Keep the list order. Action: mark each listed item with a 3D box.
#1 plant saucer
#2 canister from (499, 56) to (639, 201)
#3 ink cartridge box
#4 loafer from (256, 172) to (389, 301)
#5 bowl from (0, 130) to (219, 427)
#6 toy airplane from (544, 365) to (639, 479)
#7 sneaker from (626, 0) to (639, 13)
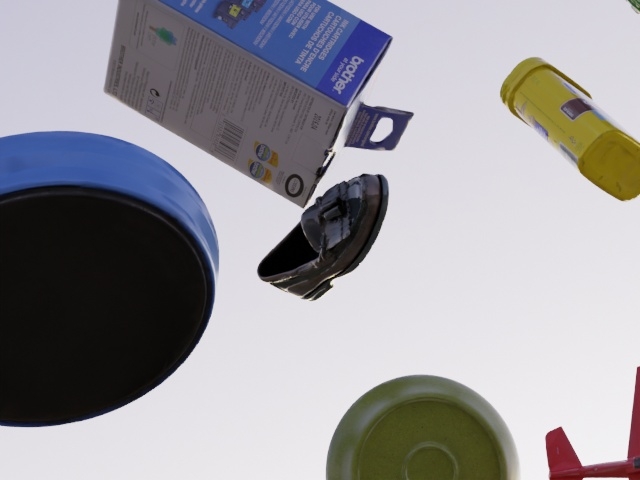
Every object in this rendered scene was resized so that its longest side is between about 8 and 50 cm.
[{"bbox_3d":[0.127,0.277,1.799,0.241,0.241,0.037,2,-12,-8],"label":"plant saucer"},{"bbox_3d":[0.295,-0.126,1.717,0.126,0.170,0.073,28,-73,-40],"label":"canister"},{"bbox_3d":[-0.077,-0.215,2.008,0.395,0.151,0.270,32,-30,4],"label":"ink cartridge box"},{"bbox_3d":[0.000,0.000,1.864,0.084,0.096,0.267,10,-32,-19],"label":"loafer"},{"bbox_3d":[-0.298,0.056,1.648,0.391,0.077,0.391,-10,-47,-11],"label":"bowl"},{"bbox_3d":[0.210,0.156,1.045,0.151,0.151,0.028,-25,-31,38],"label":"toy airplane"},{"bbox_3d":[0.431,-0.291,1.726,0.134,0.343,0.146,-16,-15,-6],"label":"sneaker"}]
